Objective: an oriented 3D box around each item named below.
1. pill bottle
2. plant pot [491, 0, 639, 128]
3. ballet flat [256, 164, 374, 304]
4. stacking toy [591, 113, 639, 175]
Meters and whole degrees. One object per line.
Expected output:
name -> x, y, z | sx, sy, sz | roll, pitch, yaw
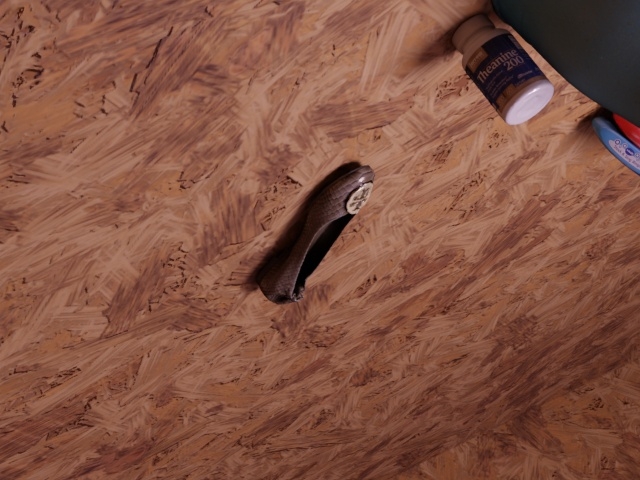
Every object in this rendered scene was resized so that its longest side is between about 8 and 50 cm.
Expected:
pill bottle -> 0.200, -0.193, 1.460 | 0.067, 0.120, 0.067 | -29, 157, -13
plant pot -> 0.369, -0.244, 1.415 | 0.271, 0.255, 0.272 | -29, 158, -13
ballet flat -> 0.000, 0.000, 1.658 | 0.084, 0.058, 0.250 | -9, 147, -48
stacking toy -> 0.547, -0.224, 1.877 | 0.165, 0.175, 0.302 | -2, 130, -57
